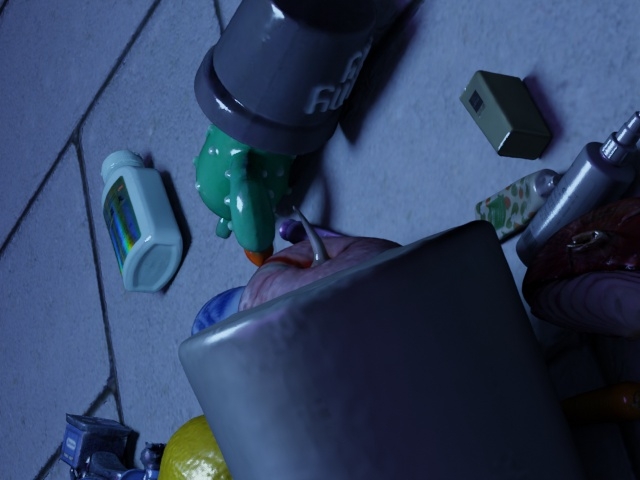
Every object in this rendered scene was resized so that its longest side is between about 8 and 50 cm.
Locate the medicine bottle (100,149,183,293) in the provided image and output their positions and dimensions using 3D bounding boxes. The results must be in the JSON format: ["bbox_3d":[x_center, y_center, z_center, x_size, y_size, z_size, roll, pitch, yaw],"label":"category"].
[{"bbox_3d":[-0.271,-0.039,2.435,0.121,0.083,0.229,-62,34,35],"label":"medicine bottle"}]

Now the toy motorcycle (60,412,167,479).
[{"bbox_3d":[-0.280,0.363,2.311,0.358,0.125,0.212,12,91,60],"label":"toy motorcycle"}]

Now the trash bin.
[{"bbox_3d":[0.192,-0.127,1.680,0.043,0.061,0.092,-60,39,33],"label":"trash bin"}]

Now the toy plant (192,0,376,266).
[{"bbox_3d":[-0.069,-0.149,2.017,0.400,0.185,0.279,-61,41,42],"label":"toy plant"}]

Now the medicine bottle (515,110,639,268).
[{"bbox_3d":[0.256,-0.050,1.551,0.199,0.058,0.057,-59,37,34],"label":"medicine bottle"}]

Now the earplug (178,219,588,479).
[{"bbox_3d":[0.086,0.210,1.492,0.313,0.313,0.394,-25,88,56],"label":"earplug"}]

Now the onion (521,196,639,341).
[{"bbox_3d":[0.268,0.011,1.444,0.206,0.151,0.098,-6,53,39],"label":"onion"}]

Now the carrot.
[{"bbox_3d":[0.244,0.163,1.548,0.190,0.037,0.037,-27,60,59],"label":"carrot"}]

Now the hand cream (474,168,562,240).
[{"bbox_3d":[0.199,-0.034,1.679,0.165,0.037,0.057,145,127,-59],"label":"hand cream"}]

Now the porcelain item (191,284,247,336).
[{"bbox_3d":[-0.062,0.108,1.997,0.259,0.141,0.141,-33,55,41],"label":"porcelain item"}]

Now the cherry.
[{"bbox_3d":[0.023,0.095,1.767,0.236,0.213,0.285,-178,71,-75],"label":"cherry"}]

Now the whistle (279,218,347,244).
[{"bbox_3d":[0.000,0.000,2.004,0.176,0.033,0.033,20,100,60],"label":"whistle"}]

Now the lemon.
[{"bbox_3d":[-0.095,0.293,1.939,0.231,0.192,0.192,35,113,57],"label":"lemon"}]
